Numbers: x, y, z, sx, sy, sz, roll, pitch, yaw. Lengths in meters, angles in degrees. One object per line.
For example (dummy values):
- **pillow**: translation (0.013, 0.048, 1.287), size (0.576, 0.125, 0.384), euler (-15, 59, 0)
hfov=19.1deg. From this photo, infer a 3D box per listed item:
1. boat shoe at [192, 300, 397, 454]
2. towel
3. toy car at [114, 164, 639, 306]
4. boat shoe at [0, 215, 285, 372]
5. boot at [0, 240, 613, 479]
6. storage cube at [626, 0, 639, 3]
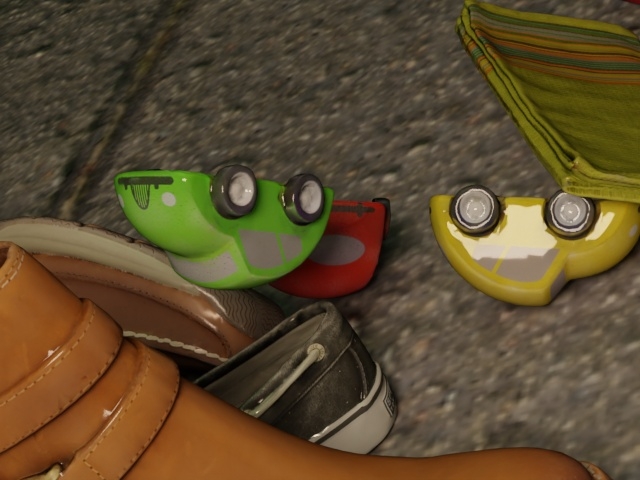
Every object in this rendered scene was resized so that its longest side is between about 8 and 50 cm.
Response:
- **boat shoe**: translation (-0.073, 0.104, 0.856), size (0.219, 0.070, 0.078), euler (-34, 27, -5)
- **towel**: translation (0.137, -0.069, 0.922), size (0.102, 0.021, 0.237), euler (5, 23, -10)
- **toy car**: translation (0.000, 0.000, 0.863), size (0.239, 0.053, 0.225), euler (-1, -4, 44)
- **boat shoe**: translation (-0.159, 0.052, 1.010), size (0.324, 0.123, 0.116), euler (5, 77, 37)
- **boot**: translation (-0.051, 0.077, 0.713), size (0.283, 0.220, 0.109), euler (-15, 31, 29)
- **storage cube**: translation (0.234, -0.246, 0.996), size (0.215, 0.193, 0.183), euler (-38, 28, -11)
